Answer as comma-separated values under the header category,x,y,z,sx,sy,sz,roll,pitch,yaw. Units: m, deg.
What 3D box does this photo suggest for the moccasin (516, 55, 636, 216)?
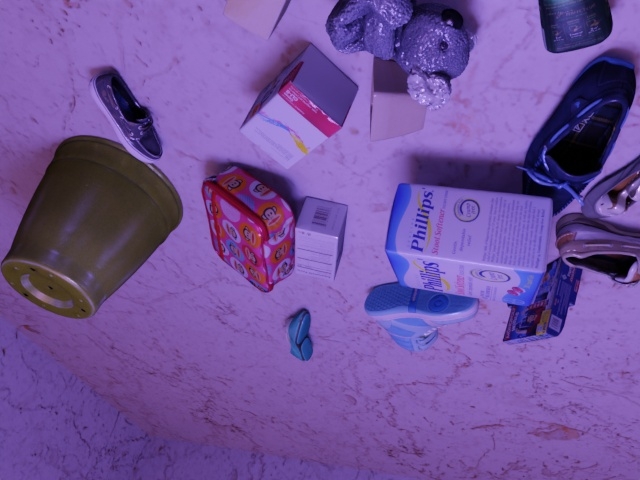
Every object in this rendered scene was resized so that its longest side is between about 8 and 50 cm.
category,x,y,z,sx,sy,sz,roll,pitch,yaw
moccasin,0.426,-0.151,0.997,0.137,0.117,0.342,12,142,11

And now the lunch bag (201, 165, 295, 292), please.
category,x,y,z,sx,sy,sz,roll,pitch,yaw
lunch bag,-0.183,-0.035,1.388,0.258,0.120,0.293,37,149,25

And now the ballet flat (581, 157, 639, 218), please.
category,x,y,z,sx,sy,sz,roll,pitch,yaw
ballet flat,0.560,-0.088,1.055,0.072,0.068,0.213,25,143,-6

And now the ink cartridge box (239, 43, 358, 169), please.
category,x,y,z,sx,sy,sz,roll,pitch,yaw
ink cartridge box,-0.043,-0.247,1.081,0.127,0.128,0.176,37,139,-21

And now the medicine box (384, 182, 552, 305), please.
category,x,y,z,sx,sy,sz,roll,pitch,yaw
medicine box,0.298,0.014,1.162,0.289,0.149,0.263,7,163,17

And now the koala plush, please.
category,x,y,z,sx,sy,sz,roll,pitch,yaw
koala plush,0.140,-0.323,0.874,0.221,0.196,0.203,33,152,-17

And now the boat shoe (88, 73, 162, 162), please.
category,x,y,z,sx,sy,sz,roll,pitch,yaw
boat shoe,-0.413,-0.270,1.270,0.076,0.080,0.228,-6,128,32

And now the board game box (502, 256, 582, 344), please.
category,x,y,z,sx,sy,sz,roll,pitch,yaw
board game box,0.494,0.152,1.317,0.060,0.194,0.194,28,156,-9

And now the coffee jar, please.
category,x,y,z,sx,sy,sz,roll,pitch,yaw
coffee jar,0.346,-0.363,0.802,0.096,0.079,0.184,-4,137,32

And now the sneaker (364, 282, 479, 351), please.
category,x,y,z,sx,sy,sz,roll,pitch,yaw
sneaker,0.292,0.204,1.495,0.319,0.127,0.208,-4,135,42

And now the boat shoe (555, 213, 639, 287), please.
category,x,y,z,sx,sy,sz,roll,pitch,yaw
boat shoe,0.625,0.043,1.158,0.302,0.103,0.113,15,143,7

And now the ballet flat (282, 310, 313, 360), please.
category,x,y,z,sx,sy,sz,roll,pitch,yaw
ballet flat,-0.078,0.298,1.816,0.087,0.083,0.247,22,143,22

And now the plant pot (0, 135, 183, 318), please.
category,x,y,z,sx,sy,sz,roll,pitch,yaw
plant pot,-0.588,-0.008,1.439,0.366,0.353,0.366,12,142,10

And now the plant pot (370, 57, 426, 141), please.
category,x,y,z,sx,sy,sz,roll,pitch,yaw
plant pot,0.139,-0.250,1.023,0.096,0.109,0.109,3,141,3

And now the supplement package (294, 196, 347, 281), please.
category,x,y,z,sx,sy,sz,roll,pitch,yaw
supplement package,0.000,0.000,1.386,0.105,0.105,0.179,12,143,7

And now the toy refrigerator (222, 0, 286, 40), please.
category,x,y,z,sx,sy,sz,roll,pitch,yaw
toy refrigerator,-0.059,-0.449,0.862,0.094,0.102,0.269,28,143,-10
